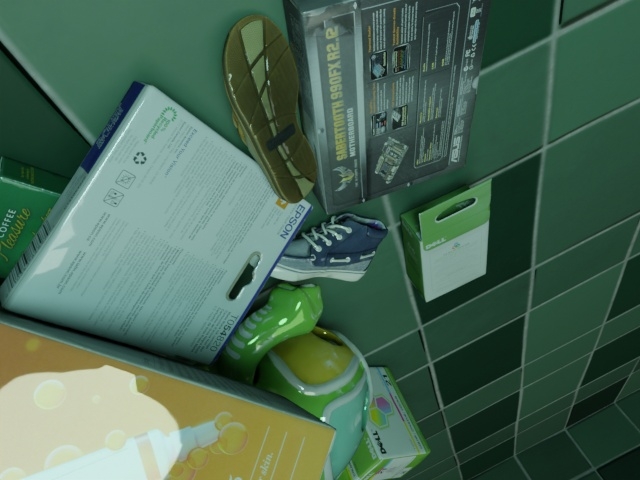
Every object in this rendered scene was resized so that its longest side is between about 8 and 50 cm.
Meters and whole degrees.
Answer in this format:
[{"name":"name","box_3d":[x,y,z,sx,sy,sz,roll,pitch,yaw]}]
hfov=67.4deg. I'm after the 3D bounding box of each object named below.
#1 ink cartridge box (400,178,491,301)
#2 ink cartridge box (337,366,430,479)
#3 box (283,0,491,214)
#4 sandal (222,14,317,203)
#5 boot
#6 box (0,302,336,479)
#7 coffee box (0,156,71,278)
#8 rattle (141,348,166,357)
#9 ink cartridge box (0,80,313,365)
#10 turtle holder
[{"name":"ink cartridge box","box_3d":[0.179,-0.009,0.693,0.109,0.062,0.209,-24,139,-5]},{"name":"ink cartridge box","box_3d":[0.047,0.334,0.875,0.255,0.189,0.097,13,126,-37]},{"name":"box","box_3d":[0.070,-0.150,0.491,0.183,0.056,0.231,-20,138,-9]},{"name":"sandal","box_3d":[-0.052,-0.116,0.459,0.072,0.049,0.180,-38,131,-26]},{"name":"boot","box_3d":[0.000,0.000,0.609,0.190,0.069,0.086,5,123,-43]},{"name":"box","box_3d":[-0.196,0.202,0.413,0.345,0.215,0.168,23,165,-15]},{"name":"coffee box","box_3d":[-0.239,-0.001,0.483,0.184,0.040,0.113,19,119,-41]},{"name":"rattle","box_3d":[-0.290,0.131,0.597,0.130,0.143,0.199,-52,133,-26]},{"name":"ink cartridge box","box_3d":[-0.143,0.001,0.477,0.224,0.045,0.223,35,87,-44]},{"name":"turtle holder","box_3d":[-0.055,0.211,0.695,0.227,0.243,0.320,-25,102,-26]}]
